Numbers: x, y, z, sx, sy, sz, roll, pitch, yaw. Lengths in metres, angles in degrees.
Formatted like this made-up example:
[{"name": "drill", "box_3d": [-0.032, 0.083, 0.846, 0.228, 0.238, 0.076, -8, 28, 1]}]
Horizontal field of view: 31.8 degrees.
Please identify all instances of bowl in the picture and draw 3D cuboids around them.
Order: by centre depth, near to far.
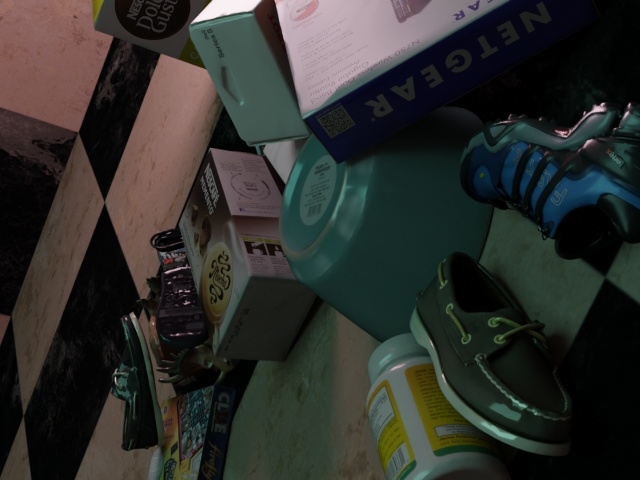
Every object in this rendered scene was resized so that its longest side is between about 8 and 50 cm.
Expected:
[{"name": "bowl", "box_3d": [0.059, -0.039, 1.381, 0.311, 0.163, 0.311, -43, 38, 47]}]

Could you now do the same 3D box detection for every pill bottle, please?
[{"name": "pill bottle", "box_3d": [0.112, 0.195, 1.161, 0.117, 0.117, 0.208, -60, 27, 27]}]

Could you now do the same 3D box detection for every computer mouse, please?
[{"name": "computer mouse", "box_3d": [-0.179, 0.080, 1.840, 0.060, 0.184, 0.262, 85, 175, -46]}]

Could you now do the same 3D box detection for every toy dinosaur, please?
[{"name": "toy dinosaur", "box_3d": [-0.243, 0.178, 1.952, 0.295, 0.127, 0.200, 137, 126, -64]}]

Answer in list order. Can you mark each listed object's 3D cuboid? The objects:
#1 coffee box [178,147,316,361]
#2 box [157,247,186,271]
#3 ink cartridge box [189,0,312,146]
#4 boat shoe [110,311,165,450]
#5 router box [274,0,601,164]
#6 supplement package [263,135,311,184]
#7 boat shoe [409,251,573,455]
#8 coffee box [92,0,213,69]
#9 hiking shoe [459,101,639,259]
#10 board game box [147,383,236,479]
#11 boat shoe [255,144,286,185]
[{"name": "coffee box", "box_3d": [-0.113, 0.017, 1.710, 0.168, 0.119, 0.297, -63, 32, 35]}, {"name": "box", "box_3d": [-0.212, 0.022, 1.963, 0.094, 0.137, 0.027, -128, 29, -61]}, {"name": "ink cartridge box", "box_3d": [-0.042, -0.290, 1.578, 0.115, 0.198, 0.273, -5, 36, 33]}, {"name": "boat shoe", "box_3d": [-0.316, 0.239, 1.897, 0.084, 0.079, 0.233, -178, 79, -79]}, {"name": "router box", "box_3d": [0.120, -0.281, 1.318, 0.335, 0.082, 0.301, -29, 39, 13]}, {"name": "supplement package", "box_3d": [0.001, -0.129, 1.636, 0.105, 0.105, 0.179, -64, 25, 16]}, {"name": "boat shoe", "box_3d": [0.170, 0.104, 1.109, 0.305, 0.109, 0.091, -122, 48, -65]}, {"name": "coffee box", "box_3d": [-0.225, -0.558, 2.130, 0.337, 0.334, 0.338, -59, 27, 29]}, {"name": "hiking shoe", "box_3d": [0.224, -0.049, 1.088, 0.304, 0.113, 0.132, -7, 67, 64]}, {"name": "board game box", "box_3d": [-0.219, 0.337, 1.876, 0.243, 0.042, 0.165, -25, 52, 59]}, {"name": "boat shoe", "box_3d": [-0.066, -0.161, 1.862, 0.083, 0.065, 0.183, -43, 44, 46]}]
